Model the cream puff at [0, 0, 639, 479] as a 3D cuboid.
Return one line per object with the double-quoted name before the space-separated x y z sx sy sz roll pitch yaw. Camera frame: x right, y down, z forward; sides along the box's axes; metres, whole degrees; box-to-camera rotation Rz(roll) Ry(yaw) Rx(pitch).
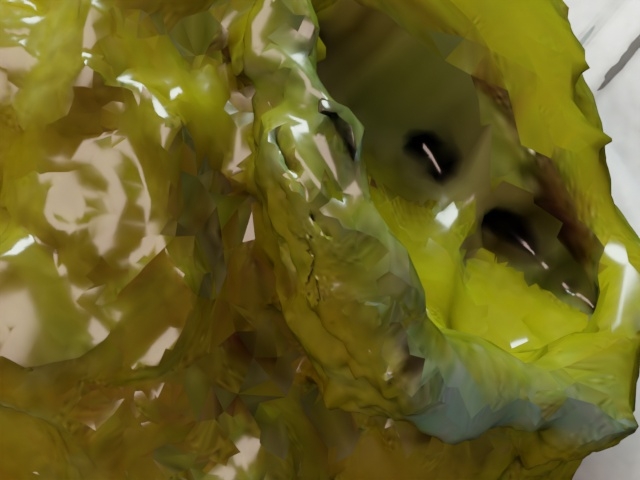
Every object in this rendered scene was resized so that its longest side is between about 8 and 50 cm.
"cream puff" 0.000 -0.002 0.501 0.282 0.185 0.281 -2 96 -22
